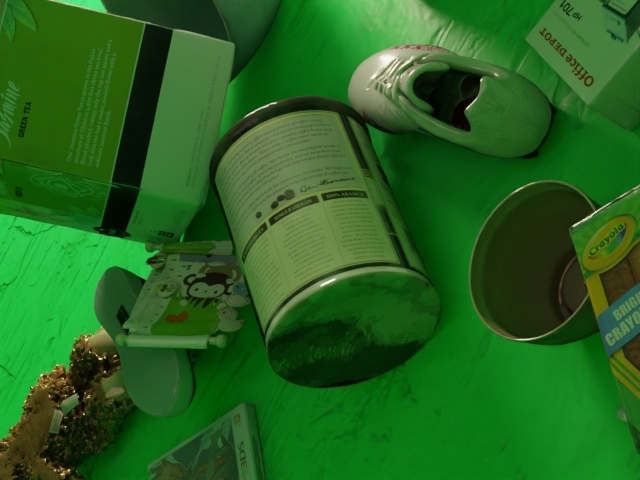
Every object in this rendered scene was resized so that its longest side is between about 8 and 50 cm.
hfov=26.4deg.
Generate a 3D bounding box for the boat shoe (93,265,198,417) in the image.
[{"bbox_3d":[-0.211,0.139,1.821,0.306,0.105,0.113,41,110,55],"label":"boat shoe"}]

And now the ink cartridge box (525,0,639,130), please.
[{"bbox_3d":[0.323,-0.232,1.401,0.191,0.082,0.140,-51,43,18],"label":"ink cartridge box"}]

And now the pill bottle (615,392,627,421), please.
[{"bbox_3d":[0.308,0.133,1.289,0.043,0.043,0.083,24,92,50],"label":"pill bottle"}]

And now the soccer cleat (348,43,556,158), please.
[{"bbox_3d":[0.119,-0.177,1.555,0.331,0.143,0.116,21,90,50],"label":"soccer cleat"}]

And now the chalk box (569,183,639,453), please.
[{"bbox_3d":[0.350,0.037,1.179,0.180,0.179,0.289,-36,50,32],"label":"chalk box"}]

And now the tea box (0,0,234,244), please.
[{"bbox_3d":[-0.305,-0.147,1.785,0.329,0.323,0.220,136,146,-75],"label":"tea box"}]

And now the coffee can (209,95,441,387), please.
[{"bbox_3d":[0.000,0.000,1.566,0.201,0.201,0.275,-44,46,27],"label":"coffee can"}]

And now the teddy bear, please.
[{"bbox_3d":[-0.358,0.272,1.943,0.245,0.113,0.338,31,90,42],"label":"teddy bear"}]

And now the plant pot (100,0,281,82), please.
[{"bbox_3d":[-0.160,-0.378,1.889,0.195,0.290,0.290,-43,32,-26],"label":"plant pot"}]

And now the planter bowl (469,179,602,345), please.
[{"bbox_3d":[0.243,0.033,1.354,0.162,0.109,0.162,-21,60,41],"label":"planter bowl"}]

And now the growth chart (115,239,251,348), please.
[{"bbox_3d":[-0.168,0.066,1.757,0.172,0.021,0.237,-6,34,12],"label":"growth chart"}]

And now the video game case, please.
[{"bbox_3d":[-0.143,0.328,1.725,0.201,0.023,0.183,-36,50,33],"label":"video game case"}]
